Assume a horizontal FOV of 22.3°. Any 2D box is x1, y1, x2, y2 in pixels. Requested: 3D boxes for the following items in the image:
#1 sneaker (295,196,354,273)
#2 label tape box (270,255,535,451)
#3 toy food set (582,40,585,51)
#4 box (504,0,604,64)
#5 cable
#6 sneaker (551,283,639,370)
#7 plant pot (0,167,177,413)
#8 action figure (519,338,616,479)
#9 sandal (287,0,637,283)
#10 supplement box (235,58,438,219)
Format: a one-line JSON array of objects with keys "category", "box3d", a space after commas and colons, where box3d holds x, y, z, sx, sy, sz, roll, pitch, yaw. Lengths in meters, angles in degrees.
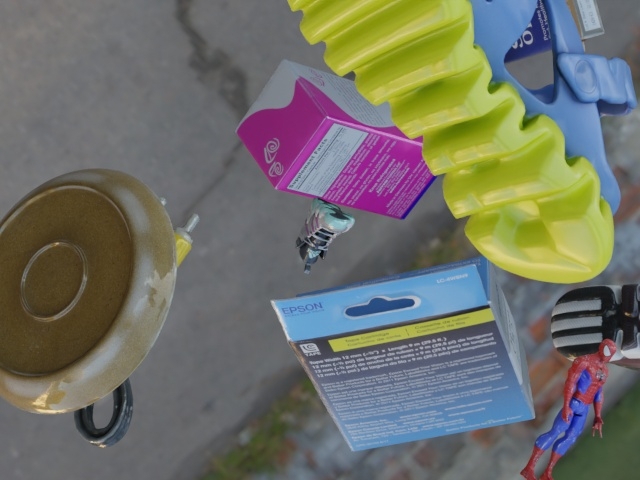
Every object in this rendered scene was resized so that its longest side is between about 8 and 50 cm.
[{"category": "sneaker", "box3d": [0.000, 0.000, 1.521, 0.098, 0.038, 0.069, -126, -120, -82]}, {"category": "label tape box", "box3d": [0.106, 0.114, 1.993, 0.249, 0.115, 0.348, -12, 140, 12]}, {"category": "toy food set", "box3d": [0.337, -0.299, 2.189, 0.019, 0.078, 0.122, -23, 127, -19]}, {"category": "box", "box3d": [0.219, -0.269, 1.785, 0.036, 0.136, 0.225, -18, -177, -24]}, {"category": "cable", "box3d": [-0.239, 0.083, 1.819, 0.072, 0.139, 0.287, 64, 41, -59]}, {"category": "sneaker", "box3d": [0.398, 0.088, 1.701, 0.162, 0.281, 0.106, 21, 71, -56]}, {"category": "plant pot", "box3d": [-0.236, 0.040, 1.474, 0.236, 0.236, 0.032, -49, 145, 7]}, {"category": "action figure", "box3d": [0.182, 0.123, 1.156, 0.038, 0.030, 0.115, 20, 97, -33]}, {"category": "sandal", "box3d": [0.089, -0.127, 0.960, 0.317, 0.126, 0.138, 54, 52, -27]}, {"category": "supplement box", "box3d": [0.030, -0.114, 1.878, 0.220, 0.111, 0.114, 14, 122, -44]}]
